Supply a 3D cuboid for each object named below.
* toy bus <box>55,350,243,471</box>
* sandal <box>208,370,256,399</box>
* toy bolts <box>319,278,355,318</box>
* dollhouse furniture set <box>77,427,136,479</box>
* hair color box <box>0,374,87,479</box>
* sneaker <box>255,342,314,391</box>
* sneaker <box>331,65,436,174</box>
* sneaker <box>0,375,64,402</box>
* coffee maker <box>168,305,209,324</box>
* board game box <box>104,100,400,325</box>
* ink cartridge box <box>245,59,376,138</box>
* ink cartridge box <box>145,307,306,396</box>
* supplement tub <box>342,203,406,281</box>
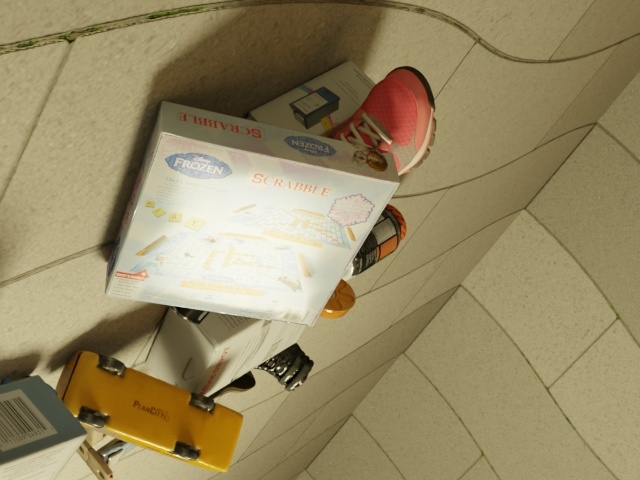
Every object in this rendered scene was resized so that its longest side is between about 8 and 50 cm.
[{"bbox_3d":[-0.287,0.288,1.530,0.130,0.332,0.108,-9,-122,53],"label":"toy bus"},{"bbox_3d":[-0.225,0.313,1.999,0.060,0.090,0.219,-35,171,31],"label":"sandal"},{"bbox_3d":[0.000,0.000,1.636,0.228,0.218,0.158,-52,169,-54],"label":"toy bolts"},{"bbox_3d":[-0.364,0.333,1.649,0.129,0.129,0.184,-33,159,-34],"label":"dollhouse furniture set"},{"bbox_3d":[-0.470,0.349,1.131,0.374,0.113,0.185,-53,162,18],"label":"hair color box"},{"bbox_3d":[-0.102,0.269,2.054,0.104,0.147,0.295,-49,164,12],"label":"sneaker"},{"bbox_3d":[0.049,-0.106,1.295,0.136,0.116,0.314,-18,150,-50],"label":"sneaker"},{"bbox_3d":[-0.453,0.249,1.302,0.069,0.082,0.209,-48,175,18],"label":"sneaker"},{"bbox_3d":[-0.181,0.030,1.438,0.178,0.120,0.171,-45,139,-1],"label":"coffee maker"},{"bbox_3d":[-0.102,-0.020,1.245,0.318,0.066,0.318,11,135,-21],"label":"board game box"},{"bbox_3d":[-0.018,-0.155,1.379,0.212,0.093,0.154,-31,158,-31],"label":"ink cartridge box"},{"bbox_3d":[-0.151,0.151,1.713,0.307,0.129,0.223,-28,157,-42],"label":"ink cartridge box"},{"bbox_3d":[0.088,-0.001,1.927,0.190,0.117,0.117,-30,158,-39],"label":"supplement tub"}]
